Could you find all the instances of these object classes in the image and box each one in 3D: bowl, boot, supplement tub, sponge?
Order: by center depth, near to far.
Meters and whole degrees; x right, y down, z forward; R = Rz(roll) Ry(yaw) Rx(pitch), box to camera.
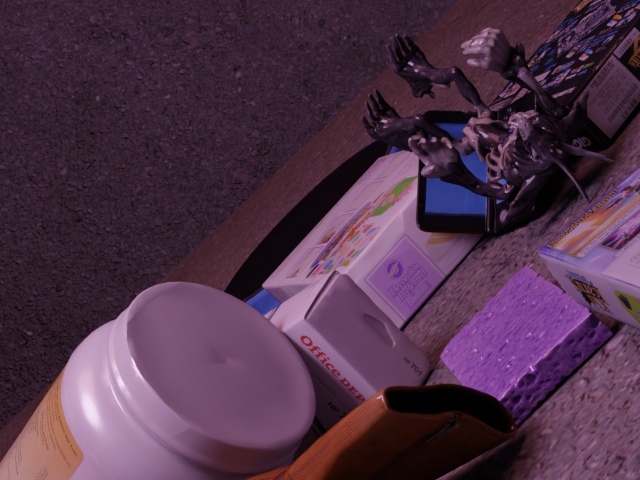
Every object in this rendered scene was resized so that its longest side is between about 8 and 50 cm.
[{"bbox_3d":[-0.027,0.194,1.153,0.280,0.264,0.096,-39,51,40],"label":"boot"},{"bbox_3d":[0.167,0.087,1.280,0.117,0.031,0.210,-45,11,2],"label":"sponge"},{"bbox_3d":[-0.165,0.213,1.409,0.316,0.228,0.228,-52,5,31],"label":"supplement tub"},{"bbox_3d":[0.000,0.000,2.168,0.391,0.077,0.391,-43,10,9],"label":"bowl"}]

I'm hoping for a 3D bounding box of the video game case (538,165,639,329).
[{"bbox_3d":[0.308,-0.042,1.082,0.269,0.061,0.244,-40,11,-4],"label":"video game case"}]

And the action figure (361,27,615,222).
[{"bbox_3d":[0.158,-0.120,1.544,0.275,0.141,0.164,24,83,43],"label":"action figure"}]

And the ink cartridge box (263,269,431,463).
[{"bbox_3d":[-0.008,0.132,1.488,0.190,0.139,0.082,-35,13,46],"label":"ink cartridge box"}]

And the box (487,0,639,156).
[{"bbox_3d":[0.317,-0.209,1.742,0.293,0.073,0.295,-48,10,-18],"label":"box"}]

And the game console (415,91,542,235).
[{"bbox_3d":[0.170,-0.084,1.621,0.124,0.085,0.144,-31,51,59],"label":"game console"}]

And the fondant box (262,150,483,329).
[{"bbox_3d":[0.079,-0.004,1.813,0.238,0.096,0.330,-47,9,-14],"label":"fondant box"}]
